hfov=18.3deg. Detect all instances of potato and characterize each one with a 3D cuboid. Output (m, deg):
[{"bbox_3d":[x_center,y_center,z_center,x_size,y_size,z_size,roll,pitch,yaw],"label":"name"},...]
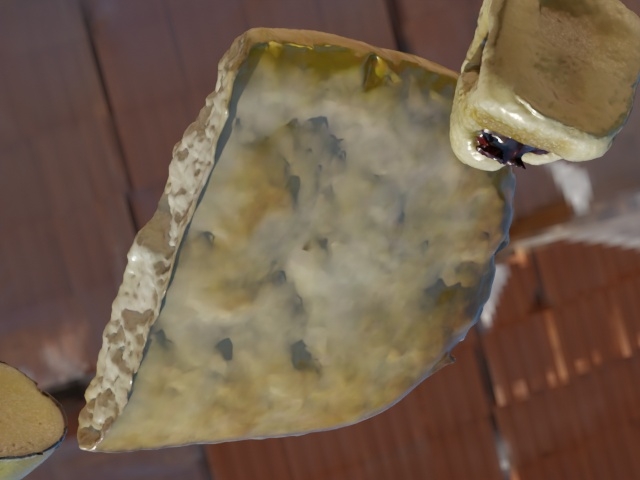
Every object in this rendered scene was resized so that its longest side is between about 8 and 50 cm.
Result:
[{"bbox_3d":[-0.388,0.222,2.178,0.202,0.117,0.182,4,-150,-20],"label":"potato"}]

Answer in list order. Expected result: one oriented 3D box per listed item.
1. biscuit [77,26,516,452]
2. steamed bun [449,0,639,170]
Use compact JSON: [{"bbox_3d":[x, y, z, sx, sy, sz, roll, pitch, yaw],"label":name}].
[{"bbox_3d":[-0.001,0.000,1.930,0.446,0.429,0.104,-1,-156,-35],"label":"biscuit"},{"bbox_3d":[0.172,-0.126,1.673,0.155,0.141,0.172,-46,-158,52],"label":"steamed bun"}]
